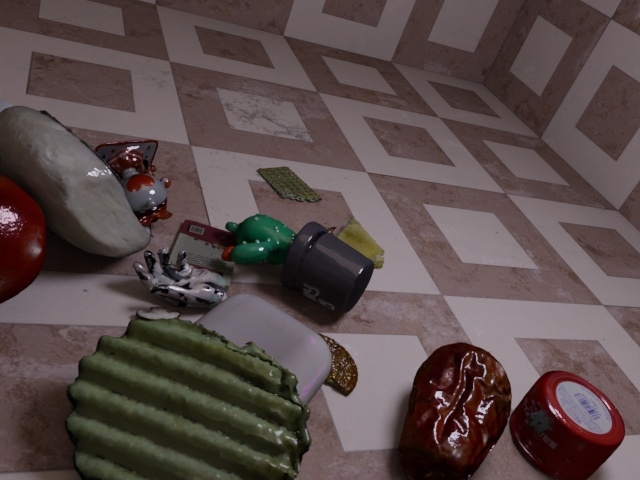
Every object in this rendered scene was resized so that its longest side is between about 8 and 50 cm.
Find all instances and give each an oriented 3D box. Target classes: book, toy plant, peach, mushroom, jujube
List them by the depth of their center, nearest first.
[{"bbox_3d":[-0.703,0.006,1.167,0.338,0.281,0.281,-5,41,-35],"label":"peach"},{"bbox_3d":[0.278,0.368,1.327,0.216,0.216,0.342,28,45,9],"label":"jujube"},{"bbox_3d":[-0.358,0.166,1.378,0.101,0.019,0.049,4,38,-30],"label":"mushroom"},{"bbox_3d":[-0.073,0.033,1.597,0.400,0.186,0.279,28,41,18],"label":"toy plant"},{"bbox_3d":[-0.296,0.033,1.605,0.162,0.022,0.232,16,33,-8],"label":"book"}]

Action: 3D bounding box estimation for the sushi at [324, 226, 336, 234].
[{"bbox_3d":[0.002,0.002,1.773,0.060,0.118,0.061,21,-13,45],"label":"sushi"}]

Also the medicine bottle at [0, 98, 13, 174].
[{"bbox_3d":[-0.842,-0.202,1.458,0.189,0.190,0.332,19,32,-6],"label":"medicine bottle"}]

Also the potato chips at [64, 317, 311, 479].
[{"bbox_3d":[-0.233,0.314,1.056,0.428,0.070,0.359,20,62,6],"label":"potato chips"}]

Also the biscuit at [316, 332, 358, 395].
[{"bbox_3d":[0.010,0.267,1.448,0.206,0.025,0.126,35,34,17],"label":"biscuit"}]

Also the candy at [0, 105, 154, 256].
[{"bbox_3d":[-0.582,-0.129,1.407,0.186,0.386,0.427,-44,65,-13],"label":"candy"}]

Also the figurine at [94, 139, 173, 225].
[{"bbox_3d":[-0.472,-0.130,1.639,0.183,0.160,0.226,-14,57,-43],"label":"figurine"}]

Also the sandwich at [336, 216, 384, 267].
[{"bbox_3d":[0.124,0.020,1.849,0.162,0.058,0.193,29,31,6],"label":"sandwich"}]

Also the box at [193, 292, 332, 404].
[{"bbox_3d":[-0.150,0.257,1.259,0.288,0.141,0.349,32,34,12],"label":"box"}]

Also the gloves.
[{"bbox_3d":[-0.325,0.095,1.426,0.212,0.111,0.128,17,57,-14],"label":"gloves"}]

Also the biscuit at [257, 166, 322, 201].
[{"bbox_3d":[-0.106,-0.184,2.040,0.143,0.016,0.203,-9,43,-40],"label":"biscuit"}]

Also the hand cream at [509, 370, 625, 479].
[{"bbox_3d":[0.572,0.427,1.448,0.230,0.150,0.230,18,33,-12],"label":"hand cream"}]
